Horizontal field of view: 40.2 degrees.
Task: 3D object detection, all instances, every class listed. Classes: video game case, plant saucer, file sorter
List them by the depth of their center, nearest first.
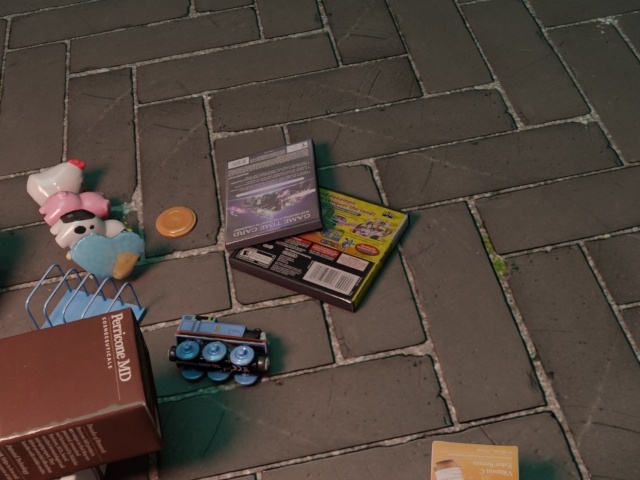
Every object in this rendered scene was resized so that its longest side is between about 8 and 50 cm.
[{"bbox_3d":[-0.433,0.125,1.608,0.170,0.104,0.118,12,50,18],"label":"file sorter"},{"bbox_3d":[0.000,0.000,1.711,0.275,0.035,0.248,19,53,23],"label":"video game case"},{"bbox_3d":[-0.099,-0.098,1.778,0.196,0.026,0.274,-14,42,7],"label":"video game case"},{"bbox_3d":[-0.297,-0.039,1.798,0.083,0.013,0.083,-4,48,5],"label":"plant saucer"}]

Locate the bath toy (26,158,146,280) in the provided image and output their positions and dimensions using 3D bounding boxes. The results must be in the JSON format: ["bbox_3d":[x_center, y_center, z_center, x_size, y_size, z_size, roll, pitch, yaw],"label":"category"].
[{"bbox_3d":[-0.472,-0.054,1.754,0.129,0.151,0.348,-44,47,-3],"label":"bath toy"}]

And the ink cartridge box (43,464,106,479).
[{"bbox_3d":[-0.458,0.348,1.397,0.211,0.121,0.289,-3,48,5],"label":"ink cartridge box"}]

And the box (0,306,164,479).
[{"bbox_3d":[-0.443,0.252,1.308,0.381,0.143,0.191,-13,48,-9],"label":"box"}]

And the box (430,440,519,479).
[{"bbox_3d":[0.226,0.395,1.287,0.130,0.091,0.170,1,48,8],"label":"box"}]

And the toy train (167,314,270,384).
[{"bbox_3d":[-0.173,0.189,1.535,0.184,0.080,0.105,4,43,11],"label":"toy train"}]
